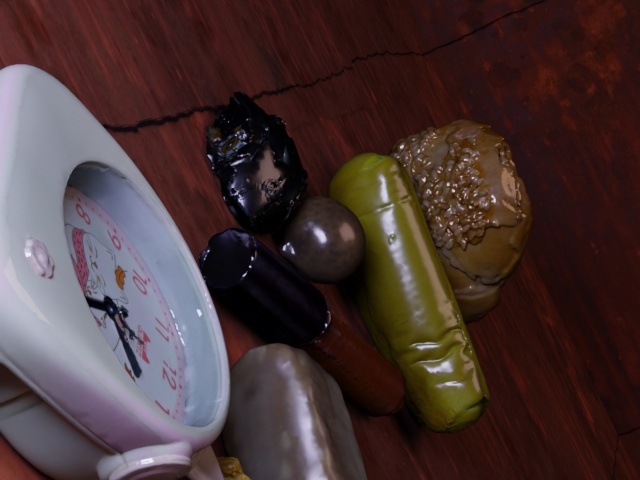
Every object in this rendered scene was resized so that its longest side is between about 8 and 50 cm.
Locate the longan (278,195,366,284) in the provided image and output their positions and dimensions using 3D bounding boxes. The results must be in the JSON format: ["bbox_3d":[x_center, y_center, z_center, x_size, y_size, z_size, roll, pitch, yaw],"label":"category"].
[{"bbox_3d":[0.000,0.000,1.674,0.113,0.092,0.113,5,79,-30],"label":"longan"}]

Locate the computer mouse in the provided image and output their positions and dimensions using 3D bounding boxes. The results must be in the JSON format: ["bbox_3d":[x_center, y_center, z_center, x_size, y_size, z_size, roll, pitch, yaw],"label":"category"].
[{"bbox_3d":[-0.065,-0.095,1.634,0.146,0.077,0.241,57,17,-31],"label":"computer mouse"}]

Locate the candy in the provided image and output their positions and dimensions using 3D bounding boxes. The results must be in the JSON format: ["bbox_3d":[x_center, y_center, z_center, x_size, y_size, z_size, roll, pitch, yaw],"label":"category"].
[{"bbox_3d":[-0.018,0.213,1.258,0.104,0.102,0.234,40,28,-57],"label":"candy"}]

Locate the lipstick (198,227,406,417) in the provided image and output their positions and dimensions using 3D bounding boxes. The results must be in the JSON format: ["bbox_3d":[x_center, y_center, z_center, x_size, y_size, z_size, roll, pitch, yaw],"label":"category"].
[{"bbox_3d":[-0.004,0.104,1.523,0.418,0.077,0.077,45,24,-53],"label":"lipstick"}]

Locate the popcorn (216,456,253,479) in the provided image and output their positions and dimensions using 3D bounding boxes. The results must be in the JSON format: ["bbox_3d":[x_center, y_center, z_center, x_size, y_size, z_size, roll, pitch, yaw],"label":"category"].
[{"bbox_3d":[-0.072,0.215,1.152,0.082,0.057,0.083,50,-6,-12],"label":"popcorn"}]

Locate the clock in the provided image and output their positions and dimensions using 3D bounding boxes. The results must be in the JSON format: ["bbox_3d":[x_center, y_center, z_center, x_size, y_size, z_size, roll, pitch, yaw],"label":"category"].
[{"bbox_3d":[-0.168,0.055,1.008,0.324,0.108,0.265,54,17,-35],"label":"clock"}]

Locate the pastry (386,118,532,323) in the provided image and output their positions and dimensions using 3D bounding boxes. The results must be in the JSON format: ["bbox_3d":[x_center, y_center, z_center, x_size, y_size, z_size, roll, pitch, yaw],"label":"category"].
[{"bbox_3d":[0.168,-0.020,1.983,0.255,0.162,0.311,55,-34,37],"label":"pastry"}]

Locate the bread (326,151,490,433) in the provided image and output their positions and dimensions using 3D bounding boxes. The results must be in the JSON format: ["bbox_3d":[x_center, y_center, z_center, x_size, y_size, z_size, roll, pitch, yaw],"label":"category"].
[{"bbox_3d":[0.104,0.072,1.842,0.166,0.112,0.383,142,-72,-75],"label":"bread"}]
